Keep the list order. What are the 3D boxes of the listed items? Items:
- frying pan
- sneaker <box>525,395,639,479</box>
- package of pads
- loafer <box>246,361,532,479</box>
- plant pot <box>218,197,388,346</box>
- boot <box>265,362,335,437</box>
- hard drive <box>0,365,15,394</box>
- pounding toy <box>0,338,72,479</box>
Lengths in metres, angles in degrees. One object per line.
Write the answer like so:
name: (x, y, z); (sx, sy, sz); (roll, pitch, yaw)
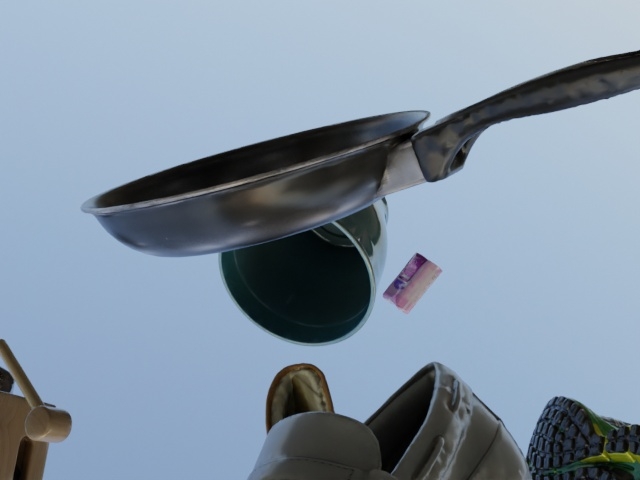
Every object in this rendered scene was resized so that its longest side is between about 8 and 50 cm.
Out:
frying pan: (0.028, -0.048, 0.456); (0.326, 0.053, 0.197); (-11, -168, 15)
sneaker: (0.357, 0.276, 0.992); (0.146, 0.134, 0.343); (22, 174, -16)
package of pads: (0.129, 0.060, 1.196); (0.032, 0.083, 0.050); (41, 177, -28)
loafer: (-0.003, 0.137, 0.385); (0.319, 0.112, 0.112); (-12, -106, -57)
plant pot: (0.000, 0.000, 1.470); (0.271, 0.272, 0.255); (32, -144, 2)
boot: (-0.008, 0.289, 0.853); (0.089, 0.270, 0.236); (-10, -126, -4)
hard drive: (-0.498, 0.311, 1.227); (0.054, 0.172, 0.255); (12, -155, -11)
pounding toy: (-0.323, 0.201, 0.885); (0.094, 0.206, 0.181); (35, -126, -53)
